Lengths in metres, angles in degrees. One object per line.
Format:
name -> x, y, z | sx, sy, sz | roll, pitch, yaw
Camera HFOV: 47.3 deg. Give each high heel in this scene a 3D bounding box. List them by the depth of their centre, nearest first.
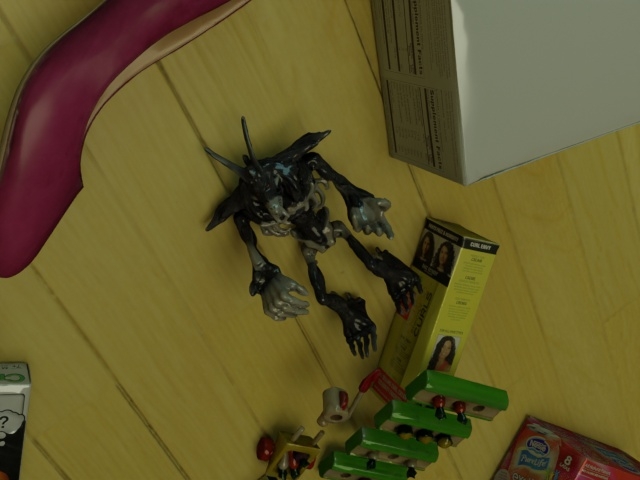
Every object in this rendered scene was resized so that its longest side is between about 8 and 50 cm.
high heel -> -0.149, -0.128, 0.619 | 0.181, 0.127, 0.377 | 20, 94, -21

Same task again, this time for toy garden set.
toy garden set -> 0.060, 0.228, 0.831 | 0.204, 0.049, 0.244 | 18, 133, -21

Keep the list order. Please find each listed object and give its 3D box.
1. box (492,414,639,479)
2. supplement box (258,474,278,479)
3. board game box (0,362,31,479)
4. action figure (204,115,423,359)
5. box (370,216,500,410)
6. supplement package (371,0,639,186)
box -> 0.396, 0.370, 1.086 | 0.257, 0.122, 0.128 | 25, 94, -32
supplement box -> -0.065, 0.336, 0.859 | 0.083, 0.083, 0.056 | -35, 119, -11
board game box -> -0.427, 0.205, 0.643 | 0.305, 0.053, 0.193 | 4, 105, -28
action figure -> 0.000, 0.000, 0.743 | 0.164, 0.141, 0.276 | -42, 123, 5
box -> 0.134, 0.096, 0.877 | 0.058, 0.087, 0.232 | 10, 104, -28
supplement package -> 0.208, -0.203, 0.773 | 0.262, 0.145, 0.204 | -20, 116, -21
